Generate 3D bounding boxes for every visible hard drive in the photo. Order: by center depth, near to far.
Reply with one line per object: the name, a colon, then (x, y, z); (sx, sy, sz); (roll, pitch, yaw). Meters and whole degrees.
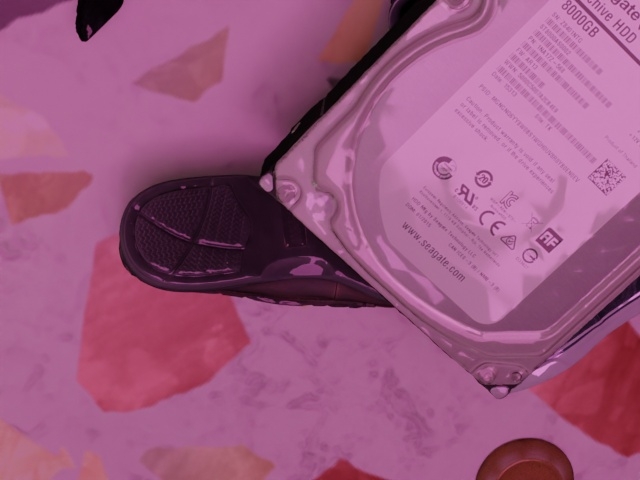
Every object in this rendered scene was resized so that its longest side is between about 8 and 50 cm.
hard drive: (0.156, -0.084, 1.001); (0.237, 0.064, 0.339); (43, 105, -12)

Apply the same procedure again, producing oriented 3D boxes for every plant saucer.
plant saucer: (0.169, 0.202, 1.234); (0.083, 0.015, 0.083); (-2, 108, -6)

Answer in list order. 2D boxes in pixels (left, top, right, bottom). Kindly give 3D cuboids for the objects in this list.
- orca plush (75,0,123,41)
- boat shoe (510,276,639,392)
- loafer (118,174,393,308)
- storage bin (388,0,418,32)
orca plush: (-0.239, -0.247, 0.991); (0.151, 0.102, 0.287); (-34, 109, 5)
boat shoe: (0.191, 0.037, 1.160); (0.183, 0.065, 0.083); (-35, 106, -1)
loafer: (0.000, 0.000, 1.122); (0.302, 0.095, 0.109); (1, 78, -12)
storage bin: (0.111, -0.147, 1.071); (0.098, 0.091, 0.135); (-39, 109, 7)
